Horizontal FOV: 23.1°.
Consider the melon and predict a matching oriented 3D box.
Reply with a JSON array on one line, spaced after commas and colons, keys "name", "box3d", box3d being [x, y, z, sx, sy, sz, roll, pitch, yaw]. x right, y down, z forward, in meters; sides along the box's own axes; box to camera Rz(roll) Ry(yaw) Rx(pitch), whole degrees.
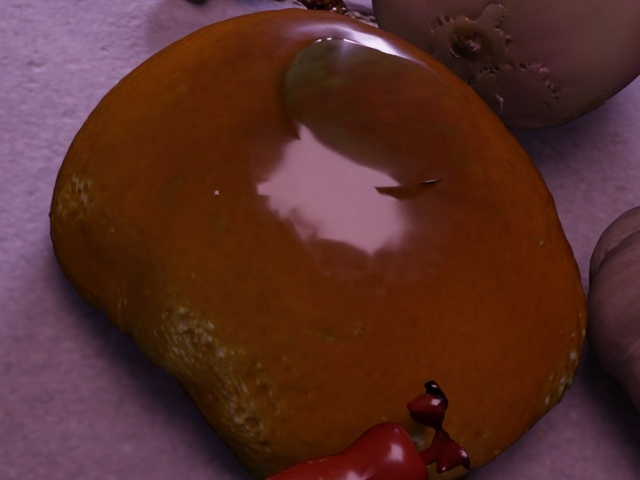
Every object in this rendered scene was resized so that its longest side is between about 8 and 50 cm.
[{"name": "melon", "box3d": [0.155, -0.212, 1.094, 0.223, 0.223, 0.317, 23, 49, 6]}]

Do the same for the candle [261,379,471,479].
[{"name": "candle", "box3d": [-0.072, 0.168, 0.770, 0.329, 0.048, 0.051, -26, 31, -14]}]

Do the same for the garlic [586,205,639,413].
[{"name": "garlic", "box3d": [0.274, 0.047, 0.946, 0.228, 0.152, 0.228, 4, 51, -5]}]

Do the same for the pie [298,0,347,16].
[{"name": "pie", "box3d": [-0.035, -0.248, 1.142, 0.088, 0.033, 0.191, -7, 74, -27]}]

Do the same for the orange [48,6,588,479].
[{"name": "orange", "box3d": [0.000, -0.006, 0.919, 0.262, 0.196, 0.334, -34, 72, -21]}]
